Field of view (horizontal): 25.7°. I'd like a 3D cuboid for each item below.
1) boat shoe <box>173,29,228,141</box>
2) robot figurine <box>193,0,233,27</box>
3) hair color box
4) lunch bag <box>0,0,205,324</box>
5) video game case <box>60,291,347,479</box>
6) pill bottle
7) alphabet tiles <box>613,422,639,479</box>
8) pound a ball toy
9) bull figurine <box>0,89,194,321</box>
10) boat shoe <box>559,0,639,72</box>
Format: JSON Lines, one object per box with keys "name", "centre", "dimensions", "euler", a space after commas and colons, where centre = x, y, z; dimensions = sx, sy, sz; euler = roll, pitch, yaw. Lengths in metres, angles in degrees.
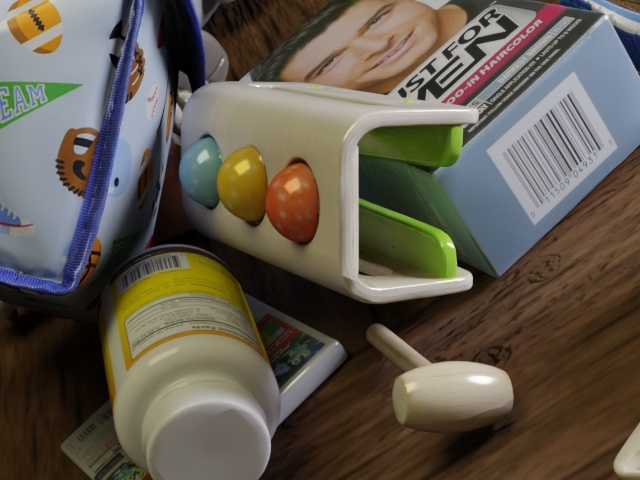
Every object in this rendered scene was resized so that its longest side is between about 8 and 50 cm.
{"name": "boat shoe", "centre": [-0.249, -0.130, 1.568], "dimensions": [0.324, 0.123, 0.116], "euler": [-38, 26, -7]}
{"name": "robot figurine", "centre": [-0.207, -0.362, 1.782], "dimensions": [0.300, 0.199, 0.353], "euler": [13, 50, 20]}
{"name": "hair color box", "centre": [0.087, -0.114, 1.186], "dimensions": [0.185, 0.113, 0.374], "euler": [-42, 28, -11]}
{"name": "lunch bag", "centre": [-0.217, -0.138, 1.168], "dimensions": [0.328, 0.239, 0.385], "euler": [106, 176, -81]}
{"name": "video game case", "centre": [-0.097, 0.130, 1.114], "dimensions": [0.201, 0.023, 0.183], "euler": [-43, 29, -15]}
{"name": "pill bottle", "centre": [-0.096, 0.096, 1.015], "dimensions": [0.117, 0.117, 0.215], "euler": [-34, 28, 4]}
{"name": "alphabet tiles", "centre": [0.285, 0.080, 0.718], "dimensions": [0.278, 0.021, 0.284], "euler": [-45, 19, -31]}
{"name": "pound a ball toy", "centre": [0.000, 0.000, 0.998], "dimensions": [0.136, 0.208, 0.319], "euler": [-5, 12, -26]}
{"name": "bull figurine", "centre": [-0.233, -0.037, 1.401], "dimensions": [0.310, 0.101, 0.188], "euler": [-19, 65, 15]}
{"name": "boat shoe", "centre": [0.269, -0.176, 1.145], "dimensions": [0.066, 0.066, 0.183], "euler": [-36, 38, -11]}
